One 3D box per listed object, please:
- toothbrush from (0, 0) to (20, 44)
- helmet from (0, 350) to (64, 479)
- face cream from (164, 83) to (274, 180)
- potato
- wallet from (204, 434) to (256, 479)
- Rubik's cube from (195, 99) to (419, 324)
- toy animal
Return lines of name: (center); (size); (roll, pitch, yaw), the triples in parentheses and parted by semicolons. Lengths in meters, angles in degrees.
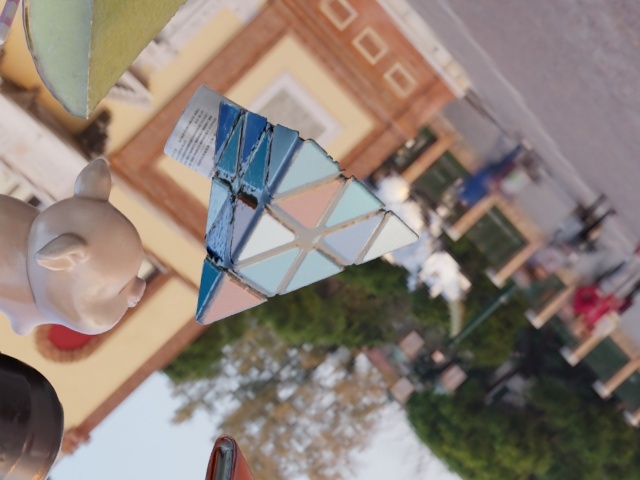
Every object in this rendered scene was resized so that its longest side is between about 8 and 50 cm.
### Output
toothbrush: (-0.441, -0.386, 1.833); (0.020, 0.025, 0.286); (36, -141, -31)
helmet: (-0.455, 0.266, 1.720); (0.177, 0.225, 0.305); (19, 168, -19)
face cream: (-0.087, -0.126, 2.225); (0.370, 0.145, 0.145); (30, -173, -4)
potato: (-0.248, -0.324, 1.566); (0.112, 0.269, 0.255); (27, -144, 19)
wallet: (-0.132, 0.384, 1.820); (0.204, 0.045, 0.142); (78, -164, -62)
Rubik's cube: (0.000, 0.000, 1.393); (0.234, 0.250, 0.284); (15, -178, -24)
toy animal: (-0.425, 0.023, 1.905); (0.326, 0.269, 0.237); (24, -139, -5)
